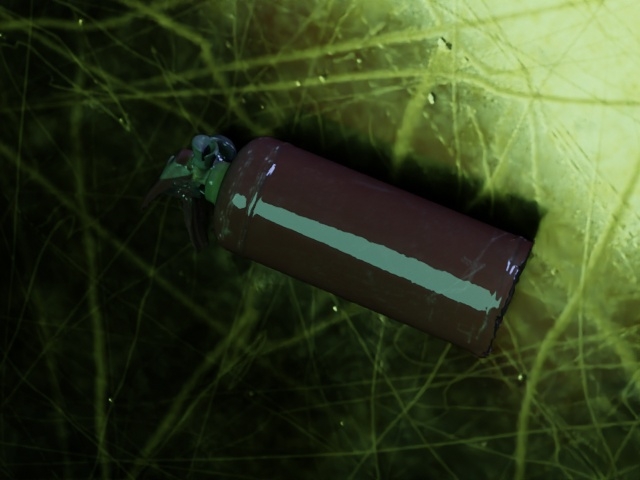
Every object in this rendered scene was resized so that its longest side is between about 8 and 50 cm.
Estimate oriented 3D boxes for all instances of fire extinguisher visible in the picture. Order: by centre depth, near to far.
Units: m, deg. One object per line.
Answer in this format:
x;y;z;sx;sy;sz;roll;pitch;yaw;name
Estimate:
0.000;0.000;1.167;0.337;0.106;0.147;23;138;11;fire extinguisher
